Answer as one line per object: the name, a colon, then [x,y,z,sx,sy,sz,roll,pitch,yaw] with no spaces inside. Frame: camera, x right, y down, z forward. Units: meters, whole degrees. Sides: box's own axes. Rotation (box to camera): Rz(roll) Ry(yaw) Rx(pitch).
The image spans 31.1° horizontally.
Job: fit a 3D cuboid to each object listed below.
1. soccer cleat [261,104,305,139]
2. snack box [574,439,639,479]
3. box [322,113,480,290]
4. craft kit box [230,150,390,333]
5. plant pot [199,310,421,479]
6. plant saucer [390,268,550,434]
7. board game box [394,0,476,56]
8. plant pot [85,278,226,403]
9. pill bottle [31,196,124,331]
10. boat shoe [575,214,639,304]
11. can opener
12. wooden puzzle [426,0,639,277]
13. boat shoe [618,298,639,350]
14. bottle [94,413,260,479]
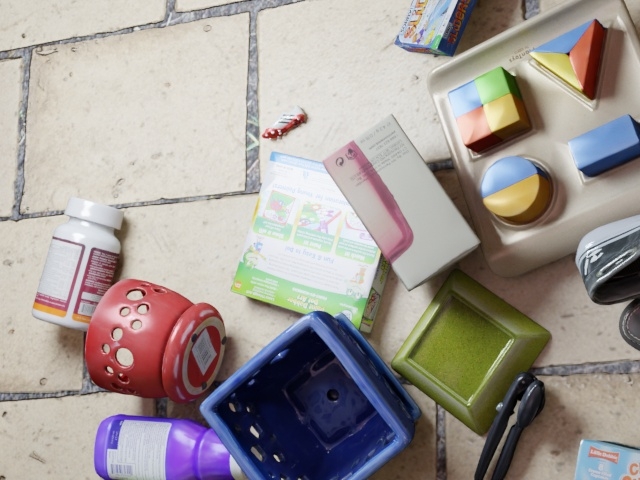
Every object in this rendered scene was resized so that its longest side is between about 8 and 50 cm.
soccer cleat: [-0.065,-0.199,1.950,0.083,0.029,0.035,-28,60,16]
snack box: [0.506,0.320,1.474,0.322,0.187,0.060,10,85,27]
box: [0.120,-0.052,1.714,0.127,0.148,0.232,-34,84,2]
craft kit box: [0.000,0.000,1.864,0.250,0.061,0.246,16,85,28]
plant pot: [0.002,0.249,1.705,0.236,0.212,0.236,-40,83,15]
plant saucer: [0.215,0.164,1.729,0.188,0.045,0.188,36,97,27]
board game box: [0.200,-0.391,1.813,0.136,0.035,0.201,24,91,62]
plant pot: [-0.264,0.172,1.887,0.174,0.191,0.191,14,87,25]
pill bottle: [-0.422,0.042,2.027,0.121,0.121,0.221,13,86,28]
boat shoe: [0.511,0.005,1.554,0.335,0.121,0.119,-27,37,26]
can opener: [0.271,0.277,1.675,0.059,0.073,0.186,31,104,20]
wooden puzzle: [0.333,-0.160,1.668,0.322,0.080,0.347,-25,73,24]
boat shoe: [0.562,0.098,1.540,0.335,0.095,0.112,-4,78,26]
bottle: [-0.236,0.350,1.891,0.283,0.092,0.118,-1,80,26]
